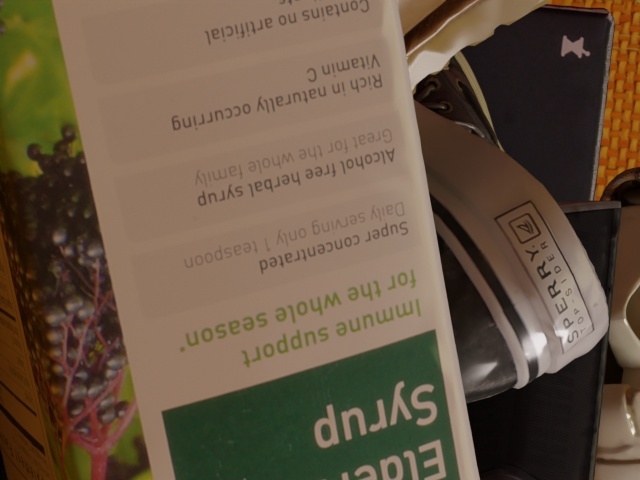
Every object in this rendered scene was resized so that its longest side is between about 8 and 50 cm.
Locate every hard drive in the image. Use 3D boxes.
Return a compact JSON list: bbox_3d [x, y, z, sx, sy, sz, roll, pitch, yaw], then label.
[{"bbox_3d":[0.046,0.067,0.820,0.255,0.054,0.172,-15,-119,56],"label":"hard drive"}]

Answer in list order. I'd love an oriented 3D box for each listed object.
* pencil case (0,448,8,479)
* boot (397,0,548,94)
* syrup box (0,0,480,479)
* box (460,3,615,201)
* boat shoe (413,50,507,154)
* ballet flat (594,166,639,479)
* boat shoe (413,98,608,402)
[{"bbox_3d":[-0.033,0.141,0.575,0.306,0.119,0.133,81,-7,-56],"label":"pencil case"},{"bbox_3d":[-0.034,-0.143,0.433,0.269,0.236,0.089,49,7,-49],"label":"boot"},{"bbox_3d":[-0.029,0.018,0.371,0.096,0.093,0.237,-166,-116,-66],"label":"syrup box"},{"bbox_3d":[0.097,-0.010,1.088,0.294,0.183,0.296,-16,112,-81],"label":"box"},{"bbox_3d":[0.063,-0.057,0.897,0.223,0.080,0.073,58,9,-3],"label":"boat shoe"},{"bbox_3d":[0.220,0.092,1.126,0.106,0.107,0.316,36,54,-57],"label":"ballet flat"},{"bbox_3d":[0.000,0.000,0.678,0.121,0.119,0.335,65,-9,-12],"label":"boat shoe"}]
